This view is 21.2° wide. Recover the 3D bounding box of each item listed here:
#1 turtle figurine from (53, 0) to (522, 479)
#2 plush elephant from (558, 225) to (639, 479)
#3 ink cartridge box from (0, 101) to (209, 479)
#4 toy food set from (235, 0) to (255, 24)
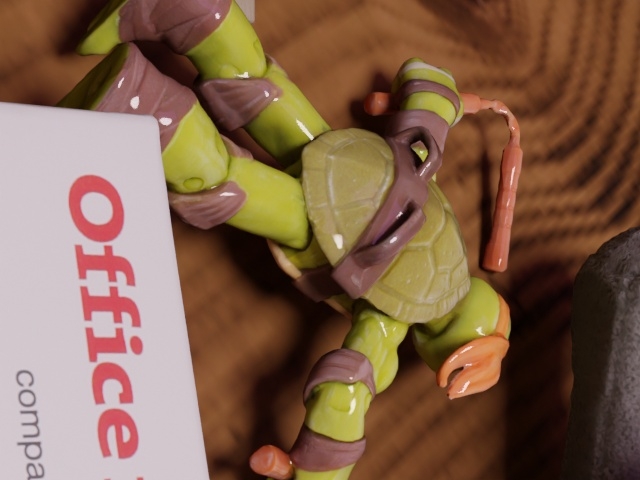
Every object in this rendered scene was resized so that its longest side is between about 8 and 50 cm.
[{"bbox_3d":[0.000,0.000,0.636,0.217,0.087,0.269,38,54,-23],"label":"turtle figurine"},{"bbox_3d":[0.225,0.185,0.633,0.255,0.272,0.330,13,93,-19],"label":"plush elephant"},{"bbox_3d":[-0.174,0.070,0.420,0.289,0.121,0.211,2,72,-37],"label":"ink cartridge box"},{"bbox_3d":[-0.100,-0.161,0.660,0.192,0.038,0.132,9,67,-35],"label":"toy food set"}]
